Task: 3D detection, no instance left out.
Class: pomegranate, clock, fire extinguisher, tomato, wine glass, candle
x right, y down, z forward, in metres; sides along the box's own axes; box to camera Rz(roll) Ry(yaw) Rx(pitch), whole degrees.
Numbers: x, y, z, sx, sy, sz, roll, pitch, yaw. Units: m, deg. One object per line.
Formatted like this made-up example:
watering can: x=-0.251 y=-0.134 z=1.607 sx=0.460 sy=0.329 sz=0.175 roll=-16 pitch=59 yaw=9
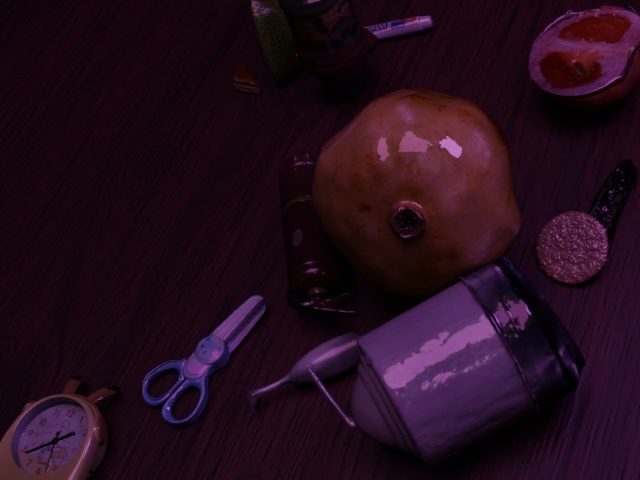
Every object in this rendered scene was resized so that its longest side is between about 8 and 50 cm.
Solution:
pomegranate: x=0.147 y=-0.068 z=1.476 sx=0.333 sy=0.332 sz=0.332 roll=-9 pitch=52 yaw=12
clock: x=-0.417 y=0.319 z=1.551 sx=0.170 sy=0.069 sz=0.232 roll=10 pitch=57 yaw=25
fire extinguisher: x=0.000 y=0.000 z=1.623 sx=0.141 sy=0.105 sz=0.341 roll=-16 pitch=48 yaw=9
tomato: x=0.473 y=-0.305 z=1.689 sx=0.199 sy=0.112 sz=0.228 roll=21 pitch=64 yaw=39
wine glass: x=-0.025 y=0.205 z=1.509 sx=0.198 sy=0.066 sz=0.066 roll=-25 pitch=50 yaw=-2
candle: x=0.180 y=0.188 z=1.354 sx=0.343 sy=0.221 sz=0.221 roll=-31 pitch=51 yaw=0

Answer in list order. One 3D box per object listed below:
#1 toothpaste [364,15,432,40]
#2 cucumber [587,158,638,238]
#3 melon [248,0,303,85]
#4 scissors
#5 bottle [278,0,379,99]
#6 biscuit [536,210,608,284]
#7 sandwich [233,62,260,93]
toothpaste: x=0.119 y=-0.422 z=1.951 sx=0.218 sy=0.033 sz=0.052 roll=-8 pitch=48 yaw=19
cucumber: x=0.468 y=-0.066 z=1.553 sx=0.053 sy=0.053 sz=0.181 roll=16 pitch=58 yaw=28
melon: x=-0.078 y=-0.472 z=1.964 sx=0.129 sy=0.169 sz=0.265 roll=-17 pitch=52 yaw=4
scissors: x=-0.182 y=0.189 z=1.592 sx=0.125 sy=0.030 sz=0.256 roll=32 pitch=73 yaw=35
bottle: x=0.024 y=-0.383 z=1.795 sx=0.156 sy=0.271 sz=0.143 roll=-7 pitch=51 yaw=16
biscuit: x=0.395 y=0.012 z=1.508 sx=0.120 sy=0.015 sz=0.120 roll=-9 pitch=74 yaw=33
sandwich: x=-0.157 y=-0.327 z=1.970 sx=0.044 sy=0.031 sz=0.083 roll=-27 pitch=48 yaw=-7
